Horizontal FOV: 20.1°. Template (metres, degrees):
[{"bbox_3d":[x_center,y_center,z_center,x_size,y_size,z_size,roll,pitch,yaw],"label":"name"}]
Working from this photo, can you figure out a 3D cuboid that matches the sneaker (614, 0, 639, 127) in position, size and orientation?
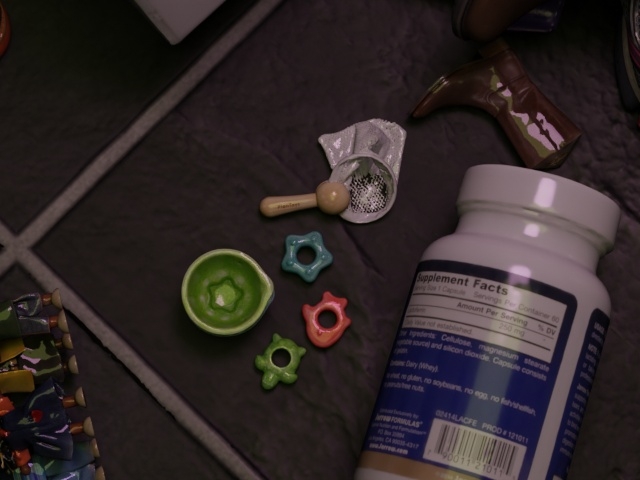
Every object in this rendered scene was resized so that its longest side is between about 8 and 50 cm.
[{"bbox_3d":[0.284,-0.236,1.445,0.121,0.112,0.299,-10,79,-3],"label":"sneaker"}]

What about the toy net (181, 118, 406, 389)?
[{"bbox_3d":[0.000,0.000,1.427,0.122,0.045,0.232,40,81,7],"label":"toy net"}]

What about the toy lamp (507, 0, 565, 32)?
[{"bbox_3d":[0.065,-0.231,1.459,0.274,0.080,0.080,20,79,3],"label":"toy lamp"}]

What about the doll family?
[{"bbox_3d":[-0.235,0.129,1.385,0.111,0.076,0.193,-14,82,-8],"label":"doll family"}]

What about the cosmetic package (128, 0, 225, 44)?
[{"bbox_3d":[-0.034,-0.394,1.381,0.453,0.161,0.230,-42,54,-2],"label":"cosmetic package"}]

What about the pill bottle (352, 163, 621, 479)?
[{"bbox_3d":[0.132,0.085,1.358,0.153,0.153,0.265,18,79,3],"label":"pill bottle"}]

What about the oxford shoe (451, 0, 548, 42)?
[{"bbox_3d":[0.197,-0.220,1.365,0.227,0.083,0.096,-40,64,-1],"label":"oxford shoe"}]

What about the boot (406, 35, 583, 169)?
[{"bbox_3d":[0.142,-0.093,1.455,0.106,0.037,0.114,-36,86,-5],"label":"boot"}]

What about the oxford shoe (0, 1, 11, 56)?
[{"bbox_3d":[-0.384,-0.153,1.423,0.271,0.098,0.097,-21,80,-5],"label":"oxford shoe"}]
